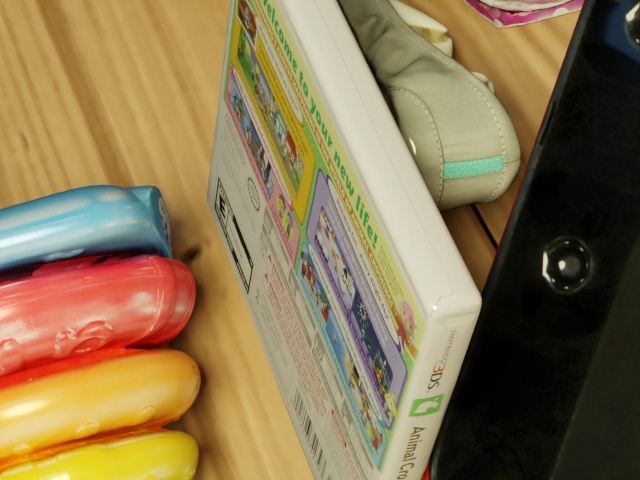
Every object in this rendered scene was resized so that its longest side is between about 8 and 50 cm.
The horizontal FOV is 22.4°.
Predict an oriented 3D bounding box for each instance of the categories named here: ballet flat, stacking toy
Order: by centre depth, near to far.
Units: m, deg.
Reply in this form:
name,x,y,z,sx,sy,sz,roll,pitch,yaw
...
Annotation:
name,x,y,z,sx,sy,sz,roll,pitch,yaw
ballet flat,0.035,-0.069,0.717,0.068,0.072,0.213,-8,28,-10
stacking toy,-0.108,0.137,0.718,0.166,0.175,0.301,-16,81,-4

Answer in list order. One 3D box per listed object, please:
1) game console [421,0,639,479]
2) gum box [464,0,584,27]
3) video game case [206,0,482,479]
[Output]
name,x,y,z,sx,sy,sz,roll,pitch,yaw
game console,0.223,0.011,0.552,0.342,0.060,0.386,24,102,30
gum box,0.146,-0.170,0.690,0.188,0.062,0.107,-11,70,30
video game case,0.000,0.000,0.669,0.023,0.193,0.212,-11,55,-17
